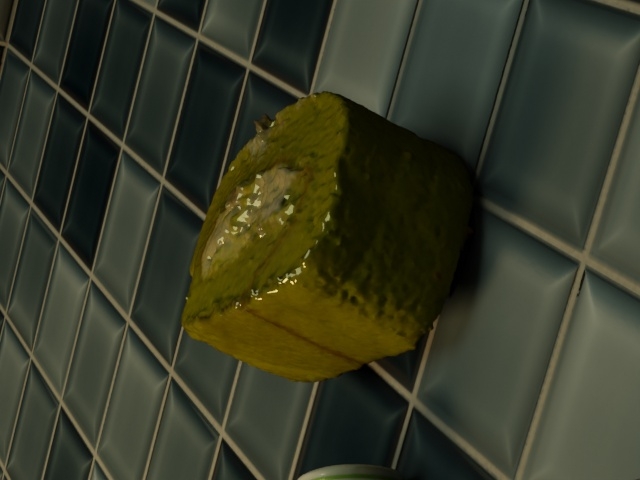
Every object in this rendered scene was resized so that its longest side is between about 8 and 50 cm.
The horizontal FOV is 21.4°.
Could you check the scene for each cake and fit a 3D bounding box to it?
[{"bbox_3d":[0.000,0.000,1.320,0.260,0.156,0.179,-22,46,55],"label":"cake"}]

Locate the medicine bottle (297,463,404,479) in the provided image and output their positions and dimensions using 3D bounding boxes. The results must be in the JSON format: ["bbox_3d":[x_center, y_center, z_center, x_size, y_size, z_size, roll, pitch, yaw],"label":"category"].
[{"bbox_3d":[0.025,0.264,1.251,0.086,0.086,0.183,-39,46,55],"label":"medicine bottle"}]

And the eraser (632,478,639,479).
[{"bbox_3d":[0.113,0.329,0.892,0.272,0.122,0.359,-19,60,27],"label":"eraser"}]
